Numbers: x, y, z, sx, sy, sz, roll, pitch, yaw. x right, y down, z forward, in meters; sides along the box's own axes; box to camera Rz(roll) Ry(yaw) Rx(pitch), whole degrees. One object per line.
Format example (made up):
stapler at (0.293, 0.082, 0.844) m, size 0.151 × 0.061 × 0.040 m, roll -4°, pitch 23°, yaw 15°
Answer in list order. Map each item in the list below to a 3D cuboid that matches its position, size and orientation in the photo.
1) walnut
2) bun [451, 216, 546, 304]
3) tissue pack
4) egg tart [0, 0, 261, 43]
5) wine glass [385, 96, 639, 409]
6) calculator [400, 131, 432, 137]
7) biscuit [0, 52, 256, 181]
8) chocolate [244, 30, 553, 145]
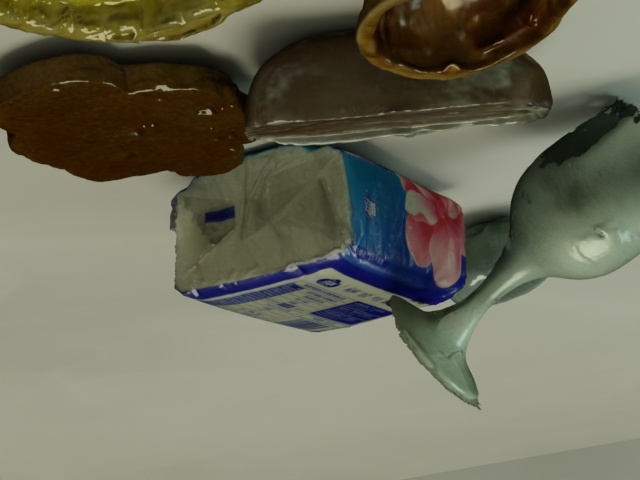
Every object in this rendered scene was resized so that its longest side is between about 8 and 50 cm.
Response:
walnut at (0.099, -0.191, 1.314) m, size 0.167 × 0.087 × 0.211 m, roll -10°, pitch 166°, yaw -11°
bun at (0.196, 0.018, 2.027) m, size 0.141 × 0.083 × 0.141 m, roll -15°, pitch 164°, yaw -5°
tissue pack at (0.000, 0.000, 1.820) m, size 0.209 × 0.137 × 0.270 m, roll -17°, pitch 163°, yaw 26°
egg tart at (-0.145, -0.214, 1.162) m, size 0.279 × 0.095 × 0.279 m, roll -2°, pitch 159°, yaw -1°
wine glass at (0.210, 0.008, 1.716) m, size 0.321 × 0.143 × 0.143 m, roll -44°, pitch 152°, yaw 11°
calculator at (0.070, -0.120, 1.639) m, size 0.095 × 0.021 × 0.153 m, roll -17°, pitch 160°, yaw 31°
biscuit at (-0.159, -0.107, 1.566) m, size 0.208 × 0.041 × 0.290 m, roll -15°, pitch 162°, yaw 28°
chocolate at (0.061, -0.133, 1.503) m, size 0.254 × 0.080 × 0.157 m, roll -5°, pitch 176°, yaw -2°
